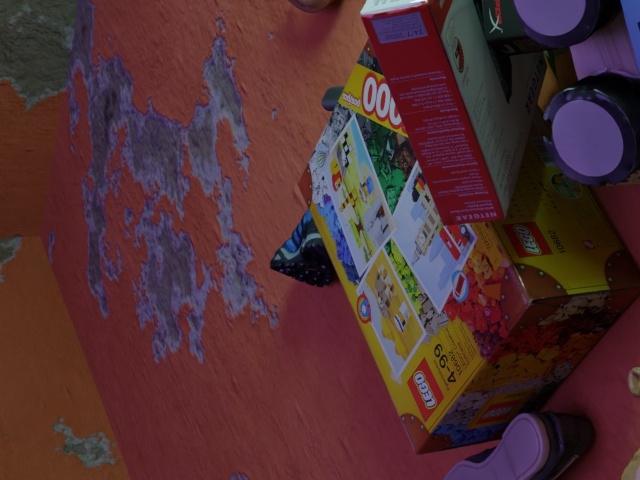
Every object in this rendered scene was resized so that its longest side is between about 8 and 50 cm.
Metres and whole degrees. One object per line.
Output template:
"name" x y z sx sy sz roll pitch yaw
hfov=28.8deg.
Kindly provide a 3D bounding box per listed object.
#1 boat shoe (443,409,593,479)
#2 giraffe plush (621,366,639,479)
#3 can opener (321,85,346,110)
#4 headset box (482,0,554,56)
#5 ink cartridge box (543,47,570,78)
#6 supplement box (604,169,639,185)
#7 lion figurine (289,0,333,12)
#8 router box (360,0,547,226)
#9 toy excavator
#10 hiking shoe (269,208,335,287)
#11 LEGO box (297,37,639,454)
"boat shoe" 0.275 0.338 1.776 0.335 0.095 0.112 123 141 -52
"giraffe plush" 0.425 0.205 1.432 0.210 0.181 0.170 63 -159 -67
"can opener" 0.100 -0.240 2.054 0.280 0.074 0.093 0 60 61
"headset box" 0.329 -0.341 1.406 0.293 0.110 0.218 -5 88 19
"ink cartridge box" 0.305 -0.313 1.597 0.209 0.062 0.109 62 -174 -62
"supplement box" 0.364 -0.115 1.537 0.083 0.083 0.056 57 142 43
"lion figurine" 0.003 -0.519 2.138 0.240 0.142 0.392 53 153 34
"router box" 0.175 -0.238 1.506 0.082 0.335 0.301 -7 128 26
"toy excavator" 0.441 -0.144 1.130 0.445 0.222 0.433 -4 111 48
"hiking shoe" 0.000 0.000 2.261 0.304 0.113 0.132 -28 39 67
"LEGO box" 0.187 -0.014 1.773 0.500 0.193 0.372 66 147 32
